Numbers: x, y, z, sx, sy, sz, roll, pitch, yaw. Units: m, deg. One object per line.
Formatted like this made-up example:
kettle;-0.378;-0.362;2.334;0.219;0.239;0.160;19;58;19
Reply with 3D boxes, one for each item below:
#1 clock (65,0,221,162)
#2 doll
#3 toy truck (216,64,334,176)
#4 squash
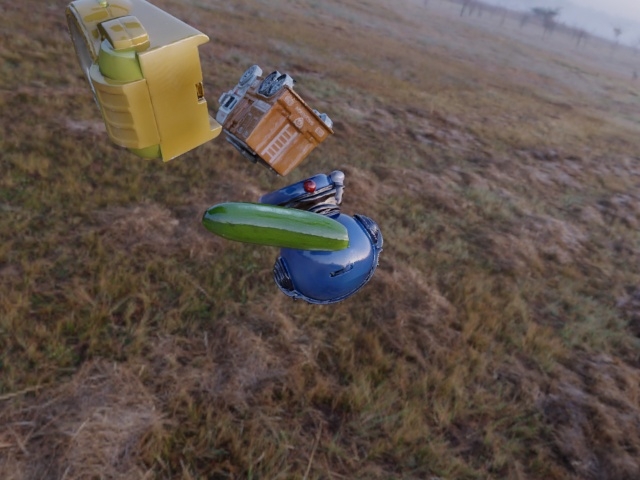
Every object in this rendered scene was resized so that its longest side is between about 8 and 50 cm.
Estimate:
clock;-0.342;-0.313;1.129;0.200;0.244;0.317;-24;49;-25
doll;0.000;0.000;1.511;0.284;0.310;0.240;-22;5;-8
toy truck;-0.138;-0.298;1.551;0.173;0.207;0.387;41;0;-29
squash;-0.085;-0.027;1.217;0.292;0.082;0.082;8;22;-9
